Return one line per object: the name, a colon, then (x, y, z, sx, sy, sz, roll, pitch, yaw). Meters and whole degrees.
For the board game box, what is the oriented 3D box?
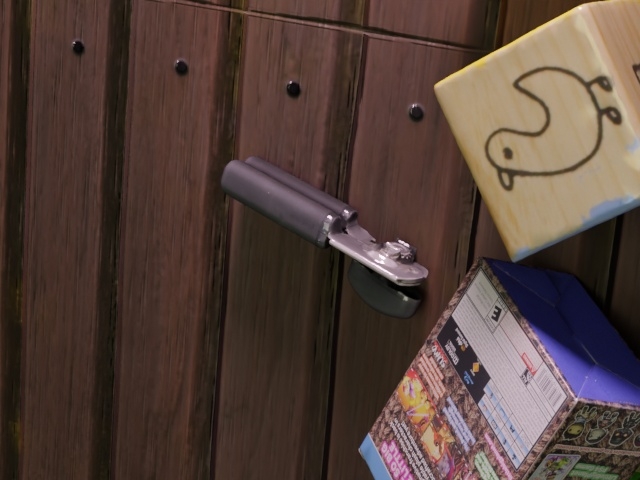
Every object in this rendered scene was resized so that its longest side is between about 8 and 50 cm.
board game box: (0.200, 0.206, 1.621, 0.291, 0.141, 0.232, -61, 36, 27)

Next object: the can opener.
can opener: (0.000, 0.000, 1.797, 0.283, 0.076, 0.095, 29, 114, 24)

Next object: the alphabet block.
alphabet block: (0.263, -0.116, 1.537, 0.192, 0.193, 0.197, -27, 86, 32)

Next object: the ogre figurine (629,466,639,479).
ogre figurine: (0.346, 0.289, 1.641, 0.197, 0.097, 0.118, 27, 97, 8)
